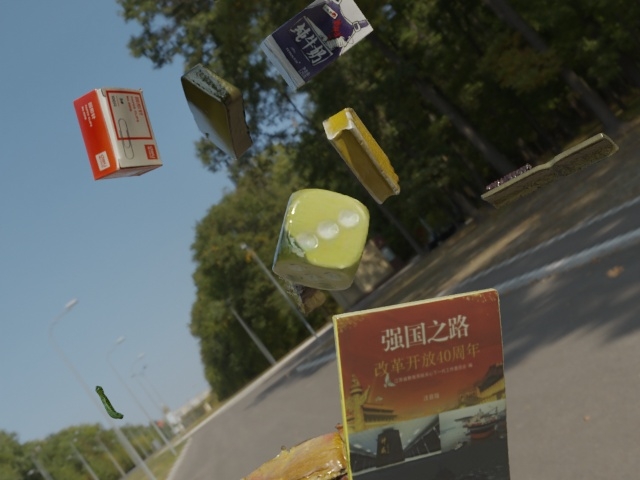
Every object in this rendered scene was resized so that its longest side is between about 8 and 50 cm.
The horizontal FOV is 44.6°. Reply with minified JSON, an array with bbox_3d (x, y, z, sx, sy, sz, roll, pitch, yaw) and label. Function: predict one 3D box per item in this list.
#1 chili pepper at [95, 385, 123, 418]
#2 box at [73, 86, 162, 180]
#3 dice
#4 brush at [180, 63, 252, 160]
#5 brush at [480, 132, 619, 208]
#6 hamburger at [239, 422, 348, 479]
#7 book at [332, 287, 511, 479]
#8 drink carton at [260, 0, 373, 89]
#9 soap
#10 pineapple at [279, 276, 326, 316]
[{"bbox_3d":[-0.397,0.306,1.460,0.017,0.083,0.030,-29,-21,-35],"label":"chili pepper"},{"bbox_3d":[-0.424,-0.228,1.648,0.099,0.182,0.133,-16,-3,34],"label":"box"},{"bbox_3d":[0.000,0.000,1.615,0.169,0.169,0.166,113,170,-69],"label":"dice"},{"bbox_3d":[-0.200,-0.252,1.539,0.059,0.123,0.197,-44,-20,-17],"label":"brush"},{"bbox_3d":[0.353,-0.111,1.221,0.248,0.043,0.036,-31,37,52],"label":"brush"},{"bbox_3d":[-0.028,0.447,1.357,0.282,0.155,0.245,-23,10,46],"label":"hamburger"},{"bbox_3d":[0.158,0.272,1.156,0.263,0.373,0.028,-8,9,-18],"label":"book"},{"bbox_3d":[-0.008,-0.464,1.784,0.222,0.134,0.102,-38,9,-6],"label":"drink carton"},{"bbox_3d":[0.094,-0.207,1.809,0.073,0.232,0.140,-32,39,13],"label":"soap"},{"bbox_3d":[-0.045,0.106,1.784,0.069,0.137,0.116,-41,9,-11],"label":"pineapple"}]
